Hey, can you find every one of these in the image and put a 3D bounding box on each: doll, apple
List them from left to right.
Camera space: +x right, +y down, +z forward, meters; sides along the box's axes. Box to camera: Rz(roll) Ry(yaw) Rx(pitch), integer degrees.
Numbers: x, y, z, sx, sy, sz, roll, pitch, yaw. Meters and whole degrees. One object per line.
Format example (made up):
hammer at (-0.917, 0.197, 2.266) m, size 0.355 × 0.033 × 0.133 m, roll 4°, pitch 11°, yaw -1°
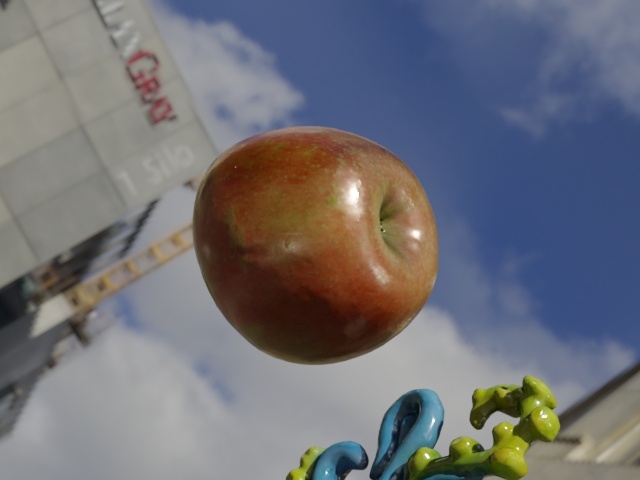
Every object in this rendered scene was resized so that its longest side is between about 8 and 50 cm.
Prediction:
apple at (0.000, 0.000, 2.005) m, size 0.277 × 0.319 × 0.319 m, roll -21°, pitch -78°, yaw 26°
doll at (0.062, 0.267, 1.287) m, size 0.341 × 0.346 × 0.099 m, roll -5°, pitch -33°, yaw 44°
